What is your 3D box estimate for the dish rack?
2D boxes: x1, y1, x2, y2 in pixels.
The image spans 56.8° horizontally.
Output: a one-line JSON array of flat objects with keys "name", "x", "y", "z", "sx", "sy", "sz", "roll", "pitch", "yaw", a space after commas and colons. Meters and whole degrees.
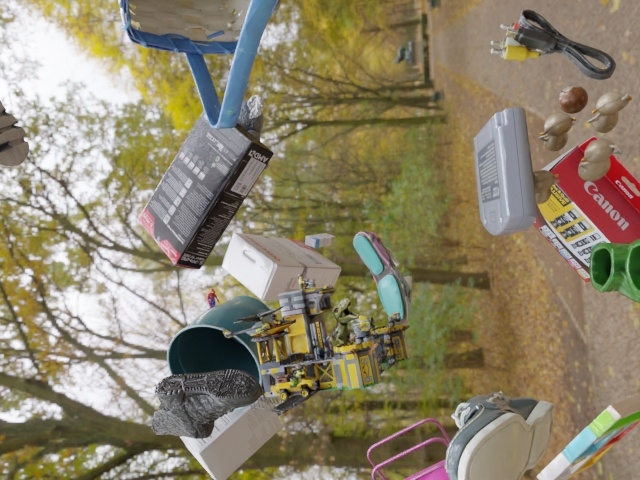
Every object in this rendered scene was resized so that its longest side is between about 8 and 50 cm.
[{"name": "dish rack", "x": -0.103, "y": 0.406, "z": 1.665, "sx": 0.208, "sy": 0.271, "sz": 0.074, "roll": -28, "pitch": -81, "yaw": -33}]

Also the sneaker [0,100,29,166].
[{"name": "sneaker", "x": -0.786, "y": -0.302, "z": 1.299, "sx": 0.127, "sy": 0.182, "sz": 0.316, "roll": -41, "pitch": -59, "yaw": -55}]

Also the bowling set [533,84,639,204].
[{"name": "bowling set", "x": 0.472, "y": -0.203, "z": 1.074, "sx": 0.200, "sy": 0.287, "sz": 0.154, "roll": 68, "pitch": -166, "yaw": 16}]

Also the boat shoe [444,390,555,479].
[{"name": "boat shoe", "x": 0.228, "y": 0.267, "z": 0.802, "sx": 0.319, "sy": 0.099, "sz": 0.116, "roll": 6, "pitch": -85, "yaw": -54}]

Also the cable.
[{"name": "cable", "x": 0.561, "y": -0.464, "z": 1.422, "sx": 0.072, "sy": 0.287, "sz": 0.139, "roll": 95, "pitch": -162, "yaw": -66}]

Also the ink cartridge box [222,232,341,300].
[{"name": "ink cartridge box", "x": -0.113, "y": 0.078, "z": 1.727, "sx": 0.283, "sy": 0.207, "sz": 0.117, "roll": 6, "pitch": -69, "yaw": -49}]

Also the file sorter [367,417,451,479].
[{"name": "file sorter", "x": 0.233, "y": 0.560, "z": 1.263, "sx": 0.182, "sy": 0.202, "sz": 0.291, "roll": 57, "pitch": -172, "yaw": -26}]

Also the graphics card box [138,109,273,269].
[{"name": "graphics card box", "x": -0.304, "y": -0.138, "z": 1.533, "sx": 0.094, "sy": 0.233, "sz": 0.371, "roll": 20, "pitch": -73, "yaw": -50}]

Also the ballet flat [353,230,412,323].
[{"name": "ballet flat", "x": 0.150, "y": 0.072, "z": 1.287, "sx": 0.079, "sy": 0.077, "sz": 0.222, "roll": -15, "pitch": -110, "yaw": -41}]

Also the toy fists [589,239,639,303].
[{"name": "toy fists", "x": 0.478, "y": 0.050, "z": 0.802, "sx": 0.279, "sy": 0.142, "sz": 0.096, "roll": 20, "pitch": -107, "yaw": -82}]

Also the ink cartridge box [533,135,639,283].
[{"name": "ink cartridge box", "x": 0.675, "y": -0.069, "z": 1.485, "sx": 0.309, "sy": 0.130, "sz": 0.272, "roll": 49, "pitch": 164, "yaw": 6}]

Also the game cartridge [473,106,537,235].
[{"name": "game cartridge", "x": 0.320, "y": -0.108, "z": 1.043, "sx": 0.297, "sy": 0.062, "sz": 0.198, "roll": -12, "pitch": -88, "yaw": -83}]

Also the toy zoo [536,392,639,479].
[{"name": "toy zoo", "x": 0.573, "y": 0.427, "z": 1.242, "sx": 0.030, "sy": 0.192, "sz": 0.293, "roll": 54, "pitch": 132, "yaw": 37}]

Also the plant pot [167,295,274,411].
[{"name": "plant pot", "x": -0.248, "y": 0.293, "z": 1.666, "sx": 0.255, "sy": 0.271, "sz": 0.272, "roll": -55, "pitch": -38, "yaw": -63}]

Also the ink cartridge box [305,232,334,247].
[{"name": "ink cartridge box", "x": 0.000, "y": 0.000, "z": 1.797, "sx": 0.083, "sy": 0.048, "sz": 0.028, "roll": -9, "pitch": -69, "yaw": -41}]

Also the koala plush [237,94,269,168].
[{"name": "koala plush", "x": -0.242, "y": -0.345, "z": 1.887, "sx": 0.196, "sy": 0.203, "sz": 0.221, "roll": 156, "pitch": 130, "yaw": -71}]

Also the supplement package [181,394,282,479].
[{"name": "supplement package", "x": -0.296, "y": 0.565, "z": 1.851, "sx": 0.262, "sy": 0.198, "sz": 0.199, "roll": -38, "pitch": -44, "yaw": -25}]

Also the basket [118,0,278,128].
[{"name": "basket", "x": -0.126, "y": -0.312, "z": 0.681, "sx": 0.255, "sy": 0.201, "sz": 0.289, "roll": -56, "pitch": 46, "yaw": 49}]

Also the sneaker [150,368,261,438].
[{"name": "sneaker", "x": -0.147, "y": 0.214, "z": 0.757, "sx": 0.051, "sy": 0.170, "sz": 0.089, "roll": -69, "pitch": -29, "yaw": -55}]

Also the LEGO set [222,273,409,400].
[{"name": "LEGO set", "x": 0.015, "y": 0.143, "z": 1.033, "sx": 0.331, "sy": 0.254, "sz": 0.192, "roll": -2, "pitch": -100, "yaw": -63}]

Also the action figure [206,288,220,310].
[{"name": "action figure", "x": -0.332, "y": 0.190, "z": 1.822, "sx": 0.038, "sy": 0.030, "sz": 0.115, "roll": -39, "pitch": -33, "yaw": -39}]
